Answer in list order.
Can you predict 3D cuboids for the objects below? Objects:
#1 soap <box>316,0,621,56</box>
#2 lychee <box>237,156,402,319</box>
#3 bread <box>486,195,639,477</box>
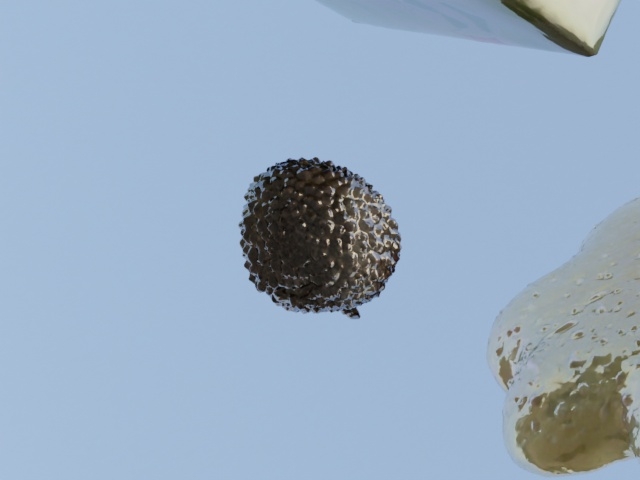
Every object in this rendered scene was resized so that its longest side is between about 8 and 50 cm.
[{"bbox_3d":[0.029,-0.182,0.855,0.182,0.199,0.138,18,-96,50],"label":"soap"},{"bbox_3d":[0.000,0.000,0.859,0.068,0.067,0.083,-25,-61,8],"label":"lychee"},{"bbox_3d":[0.219,0.021,0.947,0.316,0.316,0.054,-16,-70,19],"label":"bread"}]
